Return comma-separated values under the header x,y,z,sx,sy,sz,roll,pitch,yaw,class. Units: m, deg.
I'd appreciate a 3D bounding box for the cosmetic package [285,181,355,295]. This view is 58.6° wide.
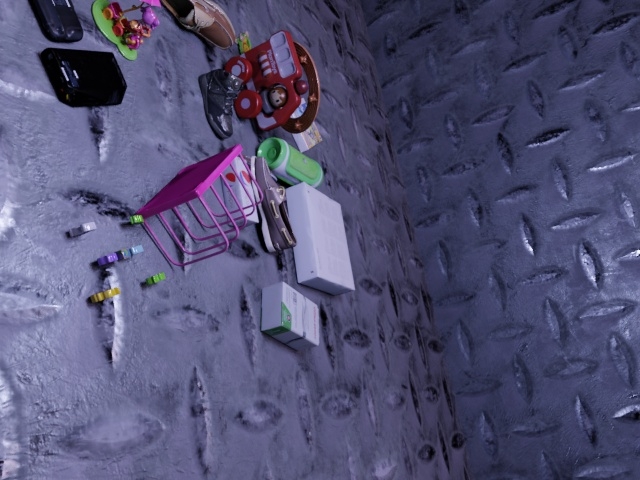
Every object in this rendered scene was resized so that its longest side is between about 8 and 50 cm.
x,y,z,sx,sy,sz,roll,pitch,yaw,class
0.000,0.000,2.172,0.284,0.097,0.377,29,47,-57,cosmetic package

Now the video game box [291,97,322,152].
x,y,z,sx,sy,sz,roll,pitch,yaw,class
-0.078,-0.491,2.417,0.205,0.048,0.187,65,28,-13,video game box

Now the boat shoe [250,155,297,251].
x,y,z,sx,sy,sz,roll,pitch,yaw,class
-0.154,-0.123,1.867,0.116,0.097,0.324,-63,143,-74,boat shoe

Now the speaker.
x,y,z,sx,sy,sz,roll,pitch,yaw,class
-0.106,-0.278,2.119,0.296,0.131,0.131,24,52,-57,speaker

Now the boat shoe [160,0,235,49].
x,y,z,sx,sy,sz,roll,pitch,yaw,class
-0.415,-0.734,1.843,0.324,0.123,0.119,39,44,-36,boat shoe

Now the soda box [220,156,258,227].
x,y,z,sx,sy,sz,roll,pitch,yaw,class
-0.258,-0.152,1.791,0.074,0.069,0.216,17,57,-60,soda box

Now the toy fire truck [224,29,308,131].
x,y,z,sx,sy,sz,roll,pitch,yaw,class
-0.176,-0.558,2.021,0.169,0.254,0.302,-9,81,-64,toy fire truck

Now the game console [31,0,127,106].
x,y,z,sx,sy,sz,roll,pitch,yaw,class
-0.602,-0.498,1.374,0.361,0.044,0.213,69,24,-6,game console

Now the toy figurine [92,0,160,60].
x,y,z,sx,sy,sz,roll,pitch,yaw,class
-0.491,-0.594,1.523,0.173,0.159,0.130,63,26,-17,toy figurine

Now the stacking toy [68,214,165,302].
x,y,z,sx,sy,sz,roll,pitch,yaw,class
-0.454,0.035,1.294,0.221,0.052,0.167,-23,95,-67,stacking toy

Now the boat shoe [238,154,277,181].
x,y,z,sx,sy,sz,roll,pitch,yaw,class
-0.212,-0.246,1.950,0.183,0.066,0.066,25,49,-57,boat shoe

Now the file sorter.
x,y,z,sx,sy,sz,roll,pitch,yaw,class
-0.300,-0.090,1.508,0.182,0.202,0.290,61,27,-22,file sorter

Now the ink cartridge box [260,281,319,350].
x,y,z,sx,sy,sz,roll,pitch,yaw,class
-0.094,0.246,1.820,0.208,0.087,0.153,41,38,-46,ink cartridge box

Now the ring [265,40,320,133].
x,y,z,sx,sy,sz,roll,pitch,yaw,class
-0.116,-0.561,2.107,0.032,0.337,0.336,-18,88,-36,ring

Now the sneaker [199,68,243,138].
x,y,z,sx,sy,sz,roll,pitch,yaw,class
-0.305,-0.449,1.836,0.087,0.130,0.227,1,74,-62,sneaker

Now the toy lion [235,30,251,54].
x,y,z,sx,sy,sz,roll,pitch,yaw,class
-0.289,-0.743,2.191,0.100,0.034,0.096,-71,143,-53,toy lion
